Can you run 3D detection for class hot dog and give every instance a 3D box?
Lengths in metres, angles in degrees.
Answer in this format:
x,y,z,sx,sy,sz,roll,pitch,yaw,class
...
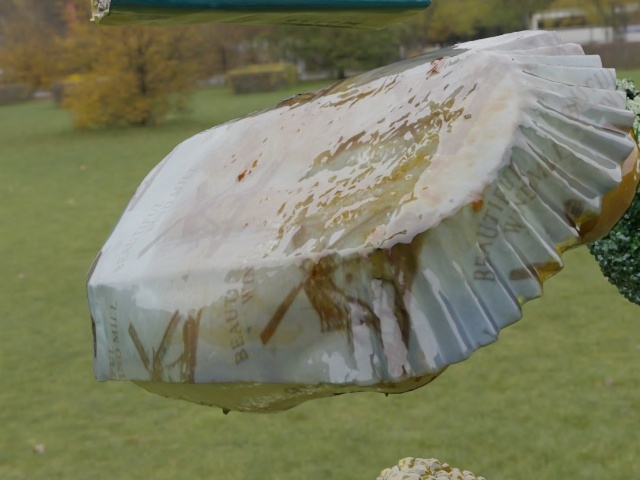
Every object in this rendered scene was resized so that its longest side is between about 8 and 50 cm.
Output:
x,y,z,sx,sy,sz,roll,pitch,yaw,class
0.000,0.000,0.451,0.270,0.082,0.163,-7,42,51,hot dog

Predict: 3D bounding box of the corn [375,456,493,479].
x,y,z,sx,sy,sz,roll,pitch,yaw,class
0.167,0.236,0.802,0.319,0.097,0.097,22,9,-4,corn

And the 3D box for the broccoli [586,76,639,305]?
x,y,z,sx,sy,sz,roll,pitch,yaw,class
0.300,-0.061,0.806,0.254,0.269,0.269,18,-7,-39,broccoli

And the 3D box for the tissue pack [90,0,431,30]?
x,y,z,sx,sy,sz,roll,pitch,yaw,class
-0.052,-0.268,0.917,0.270,0.192,0.134,-3,5,-21,tissue pack
